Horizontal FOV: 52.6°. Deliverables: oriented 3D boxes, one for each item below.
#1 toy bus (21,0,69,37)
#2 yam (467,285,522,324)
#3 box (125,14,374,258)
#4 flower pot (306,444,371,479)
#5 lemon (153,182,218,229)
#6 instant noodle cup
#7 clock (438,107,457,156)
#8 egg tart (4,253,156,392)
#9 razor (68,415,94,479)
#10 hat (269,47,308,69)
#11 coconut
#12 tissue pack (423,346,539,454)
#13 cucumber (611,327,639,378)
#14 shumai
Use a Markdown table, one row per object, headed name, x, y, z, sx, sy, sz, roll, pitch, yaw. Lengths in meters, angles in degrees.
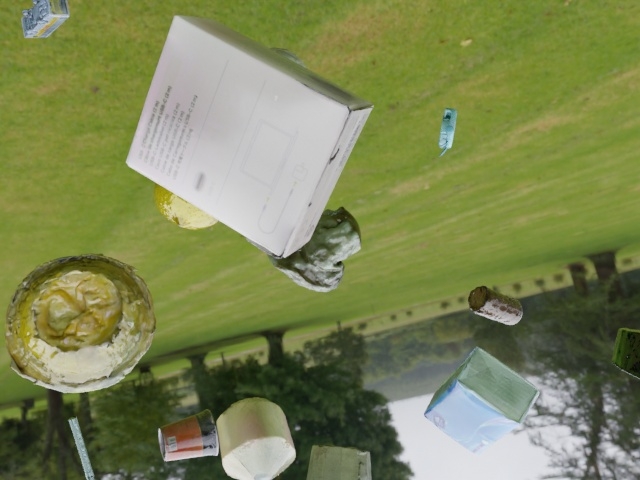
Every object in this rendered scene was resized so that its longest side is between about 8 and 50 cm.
| name | x | y | z | sx | sy | sz | roll | pitch | yaw |
| --- | --- | --- | --- | --- | --- | --- | --- | --- | --- |
| toy bus | -0.722 | -0.584 | 1.691 | 0.075 | 0.064 | 0.191 | -13 | -176 | -39 |
| yam | 0.448 | 0.167 | 1.663 | 0.141 | 0.079 | 0.079 | 21 | 150 | -29 |
| box | -0.092 | -0.130 | 0.800 | 0.203 | 0.252 | 0.106 | -65 | 168 | 24 |
| flower pot | 0.049 | 0.602 | 1.556 | 0.213 | 0.202 | 0.212 | 7 | 159 | 3 |
| lemon | -0.390 | -0.164 | 2.003 | 0.268 | 0.267 | 0.267 | -12 | 166 | -3 |
| instant noodle cup | -0.348 | 0.519 | 1.696 | 0.136 | 0.127 | 0.127 | -8 | 166 | -25 |
| clock | 0.404 | -0.341 | 2.073 | 0.045 | 0.147 | 0.108 | 9 | 155 | 9 |
| egg tart | -0.497 | 0.161 | 1.334 | 0.315 | 0.314 | 0.120 | -9 | 162 | -15 |
| razor | -0.561 | 0.518 | 1.540 | 0.084 | 0.211 | 0.036 | -17 | -176 | -27 |
| hat | -0.115 | -0.320 | 1.562 | 0.232 | 0.275 | 0.161 | 14 | -144 | 14 |
| coconut | -0.127 | 0.400 | 1.266 | 0.147 | 0.152 | 0.147 | -12 | 133 | -13 |
| tissue pack | 0.422 | 0.436 | 1.731 | 0.146 | 0.198 | 0.263 | -48 | 168 | -33 |
| cucumber | 0.822 | 0.284 | 1.578 | 0.191 | 0.130 | 0.191 | 10 | 179 | 0 |
| shumai | 0.000 | 0.000 | 2.223 | 0.304 | 0.309 | 0.263 | 23 | 114 | -32 |
